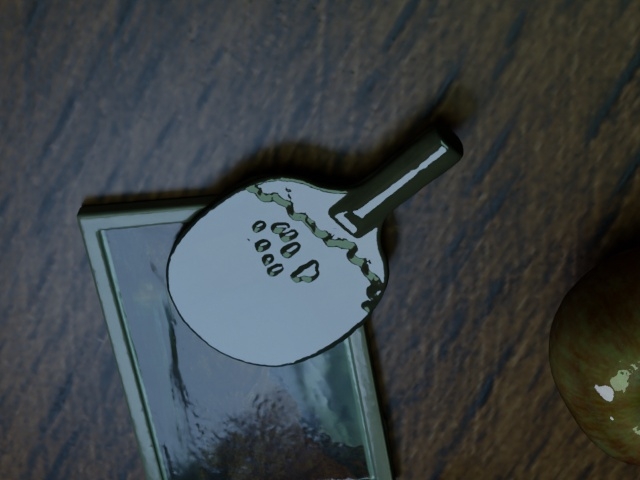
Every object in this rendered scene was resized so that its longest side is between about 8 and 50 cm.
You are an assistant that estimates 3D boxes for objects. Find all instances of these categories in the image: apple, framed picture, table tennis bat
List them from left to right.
[{"bbox_3d":[-0.054,0.080,1.333,0.184,0.016,0.250,-4,120,11],"label":"framed picture"},{"bbox_3d":[0.000,0.000,1.261,0.234,0.022,0.131,-37,108,27],"label":"table tennis bat"},{"bbox_3d":[0.216,0.075,1.224,0.146,0.131,0.146,3,115,6],"label":"apple"}]
